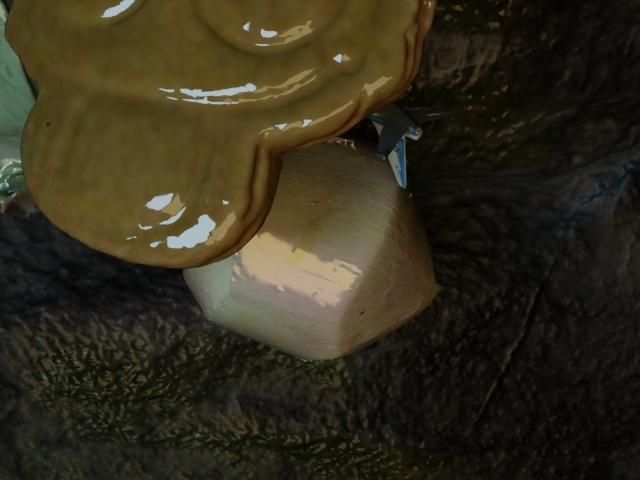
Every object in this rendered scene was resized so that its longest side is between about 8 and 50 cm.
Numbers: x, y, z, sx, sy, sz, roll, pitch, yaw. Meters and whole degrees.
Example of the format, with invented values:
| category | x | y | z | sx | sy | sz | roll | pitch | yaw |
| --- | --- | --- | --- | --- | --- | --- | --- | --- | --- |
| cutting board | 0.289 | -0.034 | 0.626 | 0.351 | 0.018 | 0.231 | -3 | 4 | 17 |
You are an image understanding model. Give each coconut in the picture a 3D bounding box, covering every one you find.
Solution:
| category | x | y | z | sx | sy | sz | roll | pitch | yaw |
| --- | --- | --- | --- | --- | --- | --- | --- | --- | --- |
| coconut | 0.000 | 0.000 | 0.797 | 0.182 | 0.171 | 0.171 | 15 | 113 | -7 |

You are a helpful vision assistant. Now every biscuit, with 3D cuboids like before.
| category | x | y | z | sx | sy | sz | roll | pitch | yaw |
| --- | --- | --- | --- | --- | --- | --- | --- | --- | --- |
| biscuit | -0.058 | -0.167 | 0.669 | 0.269 | 0.051 | 0.376 | 12 | 78 | 20 |

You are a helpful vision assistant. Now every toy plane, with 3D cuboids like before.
| category | x | y | z | sx | sy | sz | roll | pitch | yaw |
| --- | --- | --- | --- | --- | --- | --- | --- | --- | --- |
| toy plane | -0.014 | -0.127 | 0.748 | 0.226 | 0.226 | 0.058 | 44 | 139 | 14 |

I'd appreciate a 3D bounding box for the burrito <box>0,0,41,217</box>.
| category | x | y | z | sx | sy | sz | roll | pitch | yaw |
| --- | --- | --- | --- | --- | --- | --- | --- | --- | --- |
| burrito | -0.235 | -0.122 | 0.774 | 0.144 | 0.089 | 0.229 | -29 | 112 | 26 |
